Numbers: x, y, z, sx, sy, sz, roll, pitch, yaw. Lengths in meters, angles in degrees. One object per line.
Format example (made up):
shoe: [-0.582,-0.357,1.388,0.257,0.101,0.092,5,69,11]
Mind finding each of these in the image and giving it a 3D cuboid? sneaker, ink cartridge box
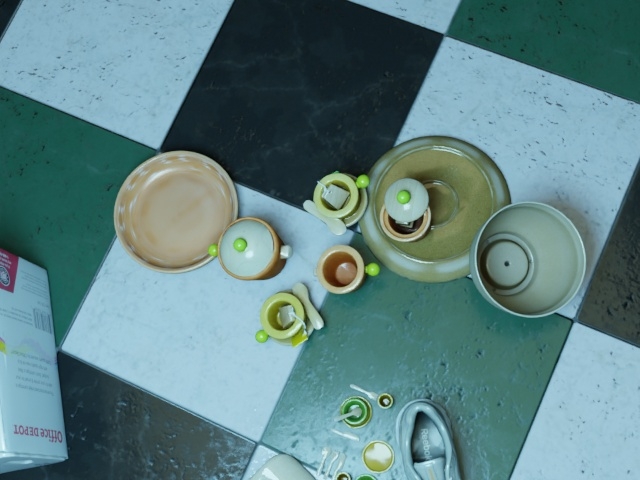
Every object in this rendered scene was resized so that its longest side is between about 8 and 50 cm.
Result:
sneaker: [0.158,0.345,1.359,0.099,0.121,0.262,-18,74,4]
ink cartridge box: [-0.482,0.176,1.440,0.131,0.226,0.306,-12,74,5]

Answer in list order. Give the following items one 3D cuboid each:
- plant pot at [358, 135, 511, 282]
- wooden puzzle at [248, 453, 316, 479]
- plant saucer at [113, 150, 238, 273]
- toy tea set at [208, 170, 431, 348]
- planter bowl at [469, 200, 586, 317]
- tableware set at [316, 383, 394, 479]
plant pot: [0.172,-0.054,1.506,0.236,0.032,0.236,-2,75,8]
wooden puzzle: [-0.068,0.524,1.367,0.348,0.080,0.322,-45,74,-5]
plant saucer: [-0.224,-0.042,1.557,0.200,0.037,0.200,-2,75,7]
toy tea set: [0.000,0.000,1.448,0.336,0.124,0.200,-37,72,7]
planter bowl: [0.282,0.030,1.417,0.162,0.109,0.162,1,85,-9]
tableware set: [0.062,0.292,1.437,0.104,0.024,0.154,21,79,12]
